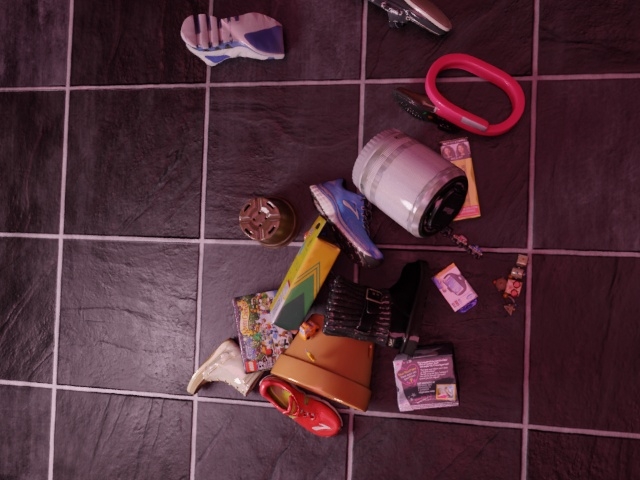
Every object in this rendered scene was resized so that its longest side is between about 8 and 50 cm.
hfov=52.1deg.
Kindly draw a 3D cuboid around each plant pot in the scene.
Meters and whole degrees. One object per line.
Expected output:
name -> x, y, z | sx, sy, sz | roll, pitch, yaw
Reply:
plant pot -> -0.157, -0.060, 1.955 | 0.167, 0.165, 0.166 | 0, 88, 11
plant pot -> 0.028, 0.338, 1.862 | 0.291, 0.291, 0.203 | 19, 75, 12

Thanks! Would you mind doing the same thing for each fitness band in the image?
fitness band -> 0.436, -0.414, 1.859 | 0.291, 0.054, 0.209 | 29, 69, 5

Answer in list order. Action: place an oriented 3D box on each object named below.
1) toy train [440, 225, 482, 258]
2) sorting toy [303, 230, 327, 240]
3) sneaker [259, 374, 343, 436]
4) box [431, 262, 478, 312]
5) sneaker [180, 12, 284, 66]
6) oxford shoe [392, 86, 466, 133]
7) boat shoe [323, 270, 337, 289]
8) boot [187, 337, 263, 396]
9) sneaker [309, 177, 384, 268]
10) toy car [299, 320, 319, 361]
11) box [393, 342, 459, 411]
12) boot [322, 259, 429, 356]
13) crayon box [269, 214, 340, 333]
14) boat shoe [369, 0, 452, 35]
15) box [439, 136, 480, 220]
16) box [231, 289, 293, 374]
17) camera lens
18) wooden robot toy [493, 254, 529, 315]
toy train -> 0.408, 0.001, 1.904 | 0.158, 0.027, 0.036 | 37, 85, 11
sorting toy -> 0.000, 0.000, 1.988 | 0.102, 0.042, 0.061 | 34, 111, -1
sneaker -> -0.067, 0.501, 1.941 | 0.279, 0.118, 0.107 | 29, 95, 12
box -> 0.393, 0.142, 1.901 | 0.081, 0.028, 0.136 | -37, 80, 8
sneaker -> -0.278, -0.617, 2.023 | 0.316, 0.182, 0.127 | -1, 90, -17
oxford shoe -> 0.319, -0.400, 1.917 | 0.227, 0.083, 0.096 | 28, 79, 9
boat shoe -> 0.022, 0.114, 1.974 | 0.142, 0.040, 0.049 | 41, 97, 10
boot -> -0.292, 0.429, 2.012 | 0.165, 0.077, 0.213 | 41, 90, 9
sneaker -> 0.098, -0.065, 1.889 | 0.147, 0.129, 0.330 | -28, 61, -8
toy car -> -0.024, 0.260, 1.748 | 0.060, 0.040, 0.122 | -30, 40, 1
box -> 0.294, 0.369, 1.802 | 0.163, 0.247, 0.142 | -8, 86, 12
boot -> 0.157, 0.149, 1.799 | 0.260, 0.348, 0.131 | 15, 127, 6
crayon box -> -0.037, 0.090, 1.863 | 0.081, 0.202, 0.318 | 27, 94, -8
boat shoe -> 0.225, -0.686, 1.924 | 0.340, 0.127, 0.113 | 35, 125, 4
box -> 0.403, -0.175, 1.892 | 0.087, 0.058, 0.232 | -8, 87, 12
box -> -0.170, 0.274, 1.977 | 0.159, 0.044, 0.233 | -9, 86, -13
camera lens -> 0.252, -0.157, 1.816 | 0.274, 0.219, 0.219 | 40, 97, 29
wooden robot toy -> 0.530, 0.119, 1.854 | 0.079, 0.076, 0.173 | 16, 91, 23
